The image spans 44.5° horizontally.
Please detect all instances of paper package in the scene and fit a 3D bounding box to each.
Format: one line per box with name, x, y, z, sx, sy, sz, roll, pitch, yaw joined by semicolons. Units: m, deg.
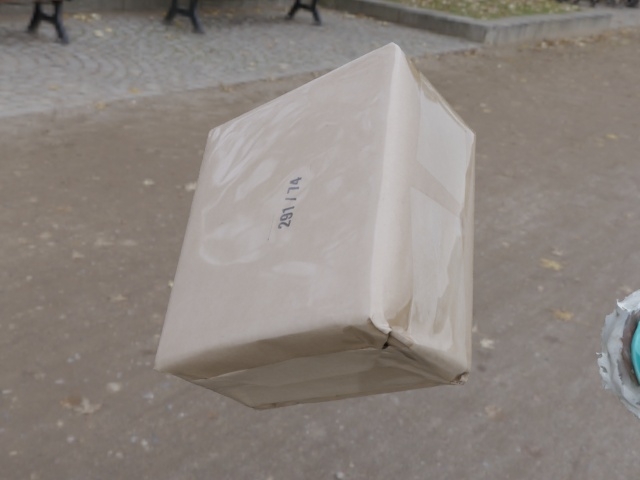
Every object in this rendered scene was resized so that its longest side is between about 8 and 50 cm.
paper package;0.000;0.000;0.850;0.309;0.325;0.168;-17;-38;36

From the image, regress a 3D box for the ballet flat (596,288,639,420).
ballet flat;0.391;0.031;0.542;0.408;0.147;0.147;-14;20;10
